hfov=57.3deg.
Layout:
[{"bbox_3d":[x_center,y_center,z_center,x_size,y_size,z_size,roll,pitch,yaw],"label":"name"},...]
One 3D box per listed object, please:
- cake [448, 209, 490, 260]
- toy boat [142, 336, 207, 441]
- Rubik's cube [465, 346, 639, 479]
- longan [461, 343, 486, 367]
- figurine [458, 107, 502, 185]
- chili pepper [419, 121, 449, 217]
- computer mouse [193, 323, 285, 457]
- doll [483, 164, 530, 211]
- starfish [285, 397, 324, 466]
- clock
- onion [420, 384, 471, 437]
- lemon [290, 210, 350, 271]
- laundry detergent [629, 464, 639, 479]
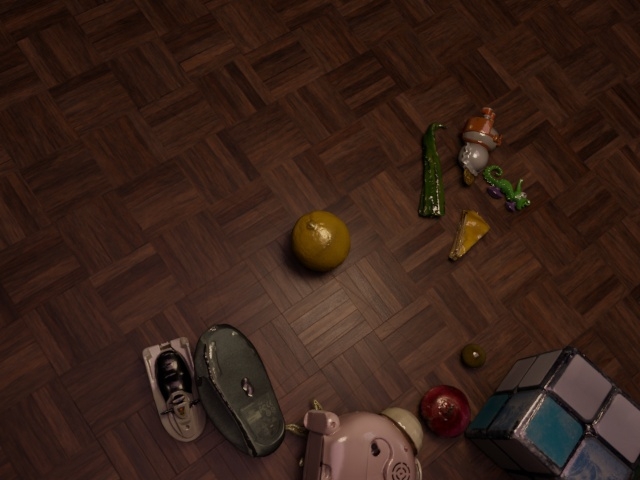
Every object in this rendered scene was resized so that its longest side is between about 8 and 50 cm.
[{"bbox_3d":[0.462,-0.029,1.880,0.185,0.080,0.116,-34,83,-13],"label":"cake"},{"bbox_3d":[-0.385,0.395,1.572,0.141,0.140,0.269,-17,62,-14],"label":"toy boat"},{"bbox_3d":[0.649,0.519,1.607,0.313,0.316,0.318,42,72,5],"label":"Rubik's cube"},{"bbox_3d":[0.465,0.346,1.768,0.075,0.075,0.083,51,31,8],"label":"longan"},{"bbox_3d":[0.532,-0.313,1.955,0.143,0.143,0.271,11,69,-6],"label":"figurine"},{"bbox_3d":[0.378,-0.245,1.942,0.085,0.076,0.358,1,70,17],"label":"chili pepper"},{"bbox_3d":[-0.228,0.405,1.573,0.203,0.114,0.373,-20,82,-47],"label":"computer mouse"},{"bbox_3d":[0.627,-0.179,1.971,0.190,0.050,0.115,41,74,7],"label":"doll"},{"bbox_3d":[-0.001,0.526,1.628,0.208,0.053,0.175,0,76,-21],"label":"starfish"},{"bbox_3d":[0.116,0.607,1.542,0.326,0.184,0.342,14,79,-24],"label":"clock"},{"bbox_3d":[0.366,0.481,1.662,0.150,0.140,0.150,3,68,-9],"label":"onion"},{"bbox_3d":[0.000,0.000,1.729,0.178,0.203,0.178,-7,62,13],"label":"lemon"},{"bbox_3d":[0.827,0.680,1.721,0.211,0.063,0.137,-21,74,-13],"label":"laundry detergent"}]
